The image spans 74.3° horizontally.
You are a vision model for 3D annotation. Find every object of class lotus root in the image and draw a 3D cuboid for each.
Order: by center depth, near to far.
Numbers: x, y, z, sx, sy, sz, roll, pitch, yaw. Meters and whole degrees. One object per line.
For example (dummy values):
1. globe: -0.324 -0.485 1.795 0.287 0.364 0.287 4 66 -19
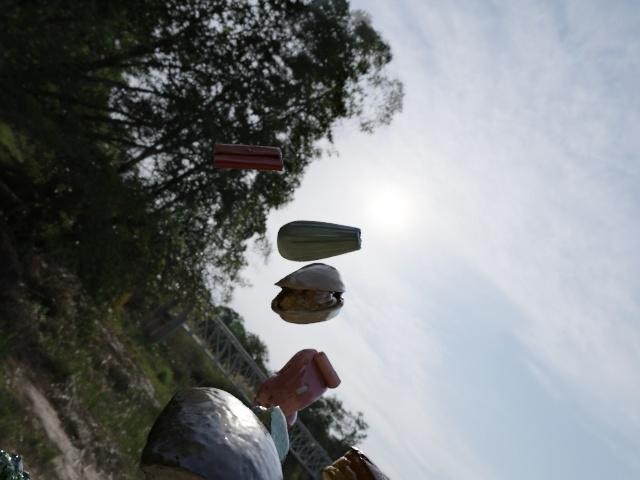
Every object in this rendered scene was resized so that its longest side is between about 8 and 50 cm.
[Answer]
1. lotus root: -0.137 0.317 0.633 0.314 0.142 0.209 136 -60 -86

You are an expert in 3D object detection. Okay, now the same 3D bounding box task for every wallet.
1. wallet: -0.219 -0.254 1.286 0.142 0.205 0.045 -107 -158 -55

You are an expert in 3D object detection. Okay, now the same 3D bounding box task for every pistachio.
1. pistachio: -0.027 0.130 1.053 0.157 0.230 0.157 1 -89 38

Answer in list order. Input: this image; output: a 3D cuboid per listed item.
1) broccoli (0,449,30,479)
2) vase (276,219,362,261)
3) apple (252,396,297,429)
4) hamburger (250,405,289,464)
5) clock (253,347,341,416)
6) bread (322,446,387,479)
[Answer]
1. broccoli: -0.784 0.573 0.882 0.307 0.308 0.275 58 -18 -20
2. vase: 0.000 0.000 1.256 0.248 0.128 0.128 -2 -43 15
3. apple: -0.165 0.602 1.503 0.164 0.139 0.163 5 -80 29
4. hamburger: -0.096 0.389 0.831 0.084 0.054 0.121 41 37 -57
5. clock: -0.092 0.434 1.270 0.142 0.241 0.227 59 -24 8
6. bread: 0.111 0.655 1.060 0.270 0.143 0.195 27 -46 63
